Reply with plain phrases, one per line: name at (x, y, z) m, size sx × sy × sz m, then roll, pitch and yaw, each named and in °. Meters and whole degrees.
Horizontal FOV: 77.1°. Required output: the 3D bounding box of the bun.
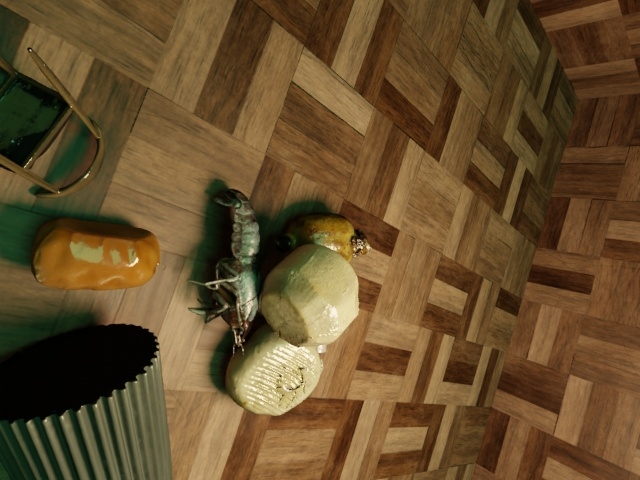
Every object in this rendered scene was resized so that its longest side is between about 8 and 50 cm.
bun at (-0.131, 0.360, 1.137) m, size 0.273 × 0.168 × 0.272 m, roll -7°, pitch 106°, yaw -27°

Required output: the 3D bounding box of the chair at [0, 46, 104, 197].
chair at (-0.522, -0.204, 0.692) m, size 0.188 × 0.166 × 0.272 m, roll -62°, pitch 173°, yaw -14°

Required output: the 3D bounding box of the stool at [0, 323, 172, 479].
stool at (-0.442, 0.378, 0.786) m, size 0.297 × 0.297 × 0.329 m, roll -18°, pitch 113°, yaw -38°

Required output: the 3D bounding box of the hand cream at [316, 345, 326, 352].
hand cream at (-0.004, 0.197, 1.294) m, size 0.111 × 0.070 × 0.312 m, roll 10°, pitch 84°, yaw -40°

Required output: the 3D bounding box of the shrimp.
shrimp at (-0.220, 0.081, 1.011) m, size 0.221 × 0.166 × 0.410 m, roll -3°, pitch 107°, yaw -68°

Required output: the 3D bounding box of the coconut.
coconut at (-0.017, 0.140, 1.045) m, size 0.247 × 0.245 × 0.244 m, roll -38°, pitch 122°, yaw -43°

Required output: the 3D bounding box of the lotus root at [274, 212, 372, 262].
lotus root at (0.000, 0.000, 1.195) m, size 0.314 × 0.141 × 0.169 m, roll 3°, pitch 94°, yaw -32°

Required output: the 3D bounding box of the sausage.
sausage at (-0.446, 0.030, 0.820) m, size 0.241 × 0.120 × 0.136 m, roll 3°, pitch 111°, yaw -42°
